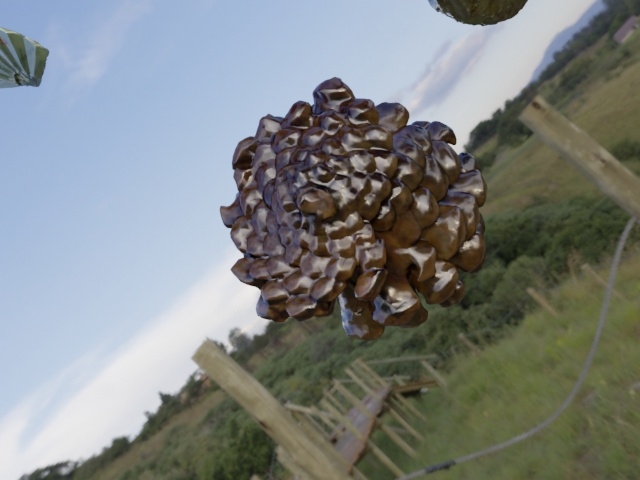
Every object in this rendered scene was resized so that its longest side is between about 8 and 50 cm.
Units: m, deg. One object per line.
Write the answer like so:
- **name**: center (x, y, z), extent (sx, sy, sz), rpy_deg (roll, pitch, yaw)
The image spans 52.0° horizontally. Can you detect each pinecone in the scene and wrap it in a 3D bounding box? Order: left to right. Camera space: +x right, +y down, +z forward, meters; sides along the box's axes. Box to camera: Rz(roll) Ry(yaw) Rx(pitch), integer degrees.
- **pinecone**: center (0.031, -0.018, 0.477), extent (0.195, 0.179, 0.150), rpy_deg (2, -14, -24)

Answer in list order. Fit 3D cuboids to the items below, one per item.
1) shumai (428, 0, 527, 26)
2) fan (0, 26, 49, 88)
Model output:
- **shumai**: center (0.140, -0.370, 0.758), extent (0.189, 0.218, 0.256), rpy_deg (-54, -41, 6)
- **fan**: center (-0.530, -0.300, 1.100), extent (0.240, 0.131, 0.009), rpy_deg (-7, 50, 43)
